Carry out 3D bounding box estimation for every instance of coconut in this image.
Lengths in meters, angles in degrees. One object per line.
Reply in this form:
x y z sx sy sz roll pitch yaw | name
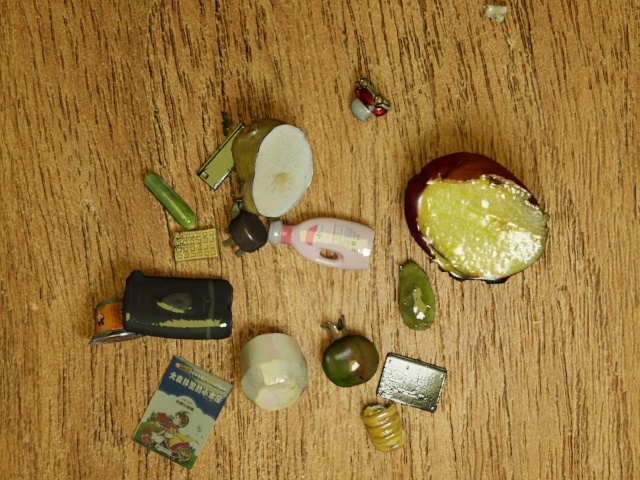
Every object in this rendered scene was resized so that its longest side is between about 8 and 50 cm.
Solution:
-0.148 0.398 1.767 0.241 0.241 0.241 0 91 1 | coconut

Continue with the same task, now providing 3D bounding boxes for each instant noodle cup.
-0.647 0.254 1.803 0.208 0.177 0.126 -10 78 -8 | instant noodle cup

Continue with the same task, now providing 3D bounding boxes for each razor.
-0.442 0.206 1.771 0.348 0.113 0.205 7 63 -14 | razor

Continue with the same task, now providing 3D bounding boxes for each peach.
0.460 -0.072 1.658 0.416 0.353 0.339 48 129 35 | peach

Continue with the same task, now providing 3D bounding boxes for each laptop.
0.299 0.465 1.847 0.207 0.026 0.154 17 92 1 | laptop

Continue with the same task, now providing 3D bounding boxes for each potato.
0.306 0.179 1.811 0.117 0.090 0.226 -10 84 8 | potato
-0.168 -0.237 1.772 0.246 0.196 0.300 -6 114 -38 | potato

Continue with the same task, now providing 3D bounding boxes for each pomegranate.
0.081 0.351 1.786 0.181 0.181 0.224 -25 75 2 | pomegranate

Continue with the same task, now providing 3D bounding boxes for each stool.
-0.247 -0.045 1.804 0.121 0.125 0.217 -28 67 24 | stool

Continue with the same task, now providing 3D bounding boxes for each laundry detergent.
0.000 0.000 1.817 0.334 0.088 0.159 9 93 2 | laundry detergent

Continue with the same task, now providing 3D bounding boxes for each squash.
-0.488 -0.127 1.838 0.066 0.066 0.229 -43 88 2 | squash

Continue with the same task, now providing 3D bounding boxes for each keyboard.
-0.303 -0.275 1.849 0.093 0.025 0.230 42 92 -1 | keyboard

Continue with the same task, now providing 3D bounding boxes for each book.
-0.457 0.570 1.872 0.228 0.018 0.323 26 92 0 | book

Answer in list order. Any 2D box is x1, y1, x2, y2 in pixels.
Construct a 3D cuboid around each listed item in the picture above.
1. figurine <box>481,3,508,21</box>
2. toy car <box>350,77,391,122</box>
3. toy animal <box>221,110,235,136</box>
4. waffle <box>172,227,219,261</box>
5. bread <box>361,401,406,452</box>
0.560 -0.728 1.816 0.083 0.047 0.051 3 106 -6 | figurine
0.146 -0.438 1.805 0.112 0.112 0.139 -42 80 17 | toy car
-0.301 -0.385 1.845 0.050 0.028 0.084 -9 88 3 | toy animal
-0.407 0.015 1.848 0.147 0.042 0.103 -5 91 2 | waffle
0.208 0.603 1.826 0.119 0.084 0.177 -22 94 2 | bread
